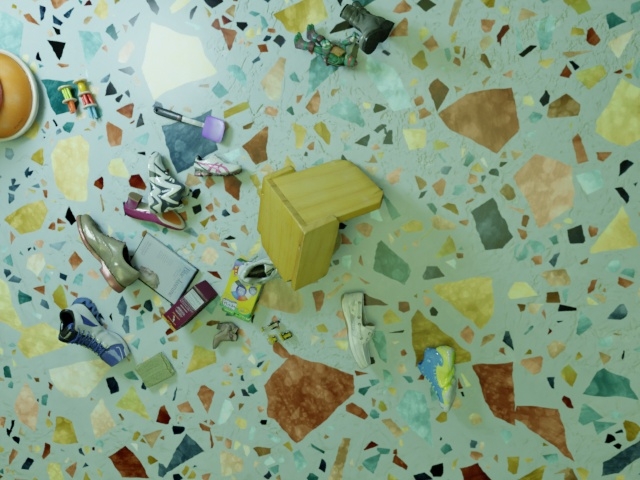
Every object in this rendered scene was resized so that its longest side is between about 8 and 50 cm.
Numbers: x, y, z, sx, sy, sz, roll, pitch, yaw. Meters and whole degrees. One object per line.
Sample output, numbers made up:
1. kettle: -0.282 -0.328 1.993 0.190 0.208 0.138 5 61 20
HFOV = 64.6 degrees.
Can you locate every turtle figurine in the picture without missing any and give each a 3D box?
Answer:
1. turtle figurine: 0.040 -0.629 1.656 0.234 0.175 0.118 27 126 16

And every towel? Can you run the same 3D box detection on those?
1. towel: -0.661 0.519 2.024 0.148 0.027 0.110 -31 92 13

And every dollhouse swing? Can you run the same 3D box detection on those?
1. dollhouse swing: -0.002 -0.068 1.689 0.305 0.347 0.315 -8 128 -27

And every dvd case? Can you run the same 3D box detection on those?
1. dvd case: -0.614 0.113 1.958 0.253 0.022 0.180 35 103 5

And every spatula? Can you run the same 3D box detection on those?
1. spatula: -0.481 -0.438 1.847 0.297 0.030 0.084 20 101 9

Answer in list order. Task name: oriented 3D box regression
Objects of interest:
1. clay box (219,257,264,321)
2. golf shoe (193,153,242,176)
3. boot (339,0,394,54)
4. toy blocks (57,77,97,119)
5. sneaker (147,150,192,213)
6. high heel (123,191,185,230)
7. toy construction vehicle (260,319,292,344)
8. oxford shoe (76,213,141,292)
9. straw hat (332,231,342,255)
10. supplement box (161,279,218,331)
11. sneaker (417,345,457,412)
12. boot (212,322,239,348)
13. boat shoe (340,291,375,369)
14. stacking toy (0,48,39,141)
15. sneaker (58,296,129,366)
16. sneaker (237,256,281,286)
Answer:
1. clay box: -0.288 0.191 1.885 0.128 0.053 0.222 23 101 8
2. golf shoe: -0.373 -0.272 1.829 0.186 0.067 0.085 2 97 12
3. boot: 0.124 -0.674 1.594 0.161 0.246 0.083 32 130 3
4. toy blocks: -0.911 -0.520 1.913 0.123 0.054 0.148 -18 94 13
5. sneaker: -0.553 -0.215 1.870 0.153 0.094 0.234 -2 71 -13
6. high heel: -0.632 -0.084 1.921 0.244 0.082 0.117 26 135 -7
7. toy construction vehicle: -0.165 0.341 1.895 0.098 0.035 0.086 -30 102 17
8. oxford shoe: -0.810 0.028 1.949 0.130 0.123 0.348 -34 84 -5
9. straw hat: 0.000 0.000 1.786 0.144 0.144 0.061 -54 47 13
10. supplement box: -0.490 0.245 1.909 0.188 0.104 0.081 -42 88 14
11. sneaker: 0.408 0.478 1.777 0.126 0.091 0.240 5 100 30
12. boot: -0.359 0.369 1.932 0.087 0.042 0.118 14 101 7
13. boat shoe: 0.147 0.318 1.790 0.096 0.098 0.277 -13 94 14
14. stacking toy: -1.286 -0.534 1.770 0.351 0.480 0.350 2 98 11
15. sneaker: -0.916 0.377 1.977 0.127 0.182 0.315 -40 89 16
16. sneaker: -0.148 0.090 1.781 0.292 0.118 0.110 -21 88 -9
